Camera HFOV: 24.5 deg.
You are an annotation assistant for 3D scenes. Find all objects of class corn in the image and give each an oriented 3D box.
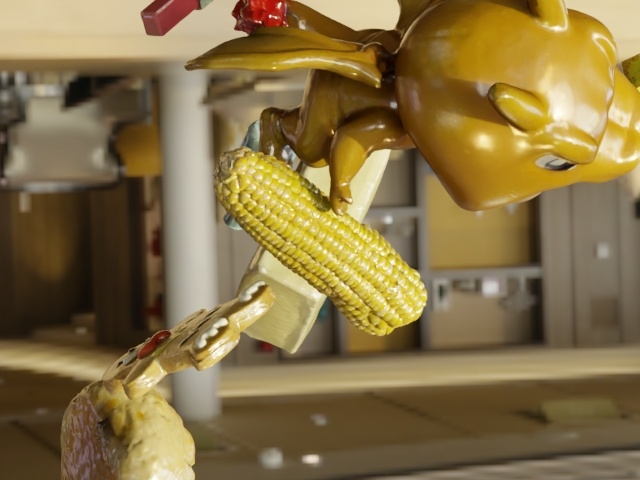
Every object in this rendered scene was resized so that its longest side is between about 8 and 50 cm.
[{"bbox_3d":[0.000,0.000,1.585,0.291,0.101,0.101,40,161,-24],"label":"corn"}]

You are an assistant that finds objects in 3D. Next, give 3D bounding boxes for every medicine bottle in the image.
[{"bbox_3d":[-0.102,-0.101,2.320,0.090,0.054,0.208,9,134,-20],"label":"medicine bottle"}]

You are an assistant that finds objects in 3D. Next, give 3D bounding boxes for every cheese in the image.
[{"bbox_3d":[-0.015,-0.005,2.082,0.123,0.266,0.242,26,155,-3],"label":"cheese"}]

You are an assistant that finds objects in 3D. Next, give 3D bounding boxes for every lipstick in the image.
[{"bbox_3d":[-0.074,-0.331,1.624,0.312,0.051,0.051,-40,-151,-10],"label":"lipstick"}]

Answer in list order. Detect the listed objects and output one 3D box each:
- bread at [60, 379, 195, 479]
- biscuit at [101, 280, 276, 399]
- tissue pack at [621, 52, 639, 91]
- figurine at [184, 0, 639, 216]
[{"bbox_3d":[-0.251,0.299,1.958,0.134,0.245,0.244,3,179,-33],"label":"bread"},{"bbox_3d":[-0.161,0.115,1.632,0.240,0.035,0.158,-23,-165,38],"label":"biscuit"},{"bbox_3d":[0.520,-0.240,2.043,0.176,0.062,0.095,-26,139,28],"label":"tissue pack"},{"bbox_3d":[0.099,-0.156,1.493,0.387,0.268,0.401,5,-164,42],"label":"figurine"}]
